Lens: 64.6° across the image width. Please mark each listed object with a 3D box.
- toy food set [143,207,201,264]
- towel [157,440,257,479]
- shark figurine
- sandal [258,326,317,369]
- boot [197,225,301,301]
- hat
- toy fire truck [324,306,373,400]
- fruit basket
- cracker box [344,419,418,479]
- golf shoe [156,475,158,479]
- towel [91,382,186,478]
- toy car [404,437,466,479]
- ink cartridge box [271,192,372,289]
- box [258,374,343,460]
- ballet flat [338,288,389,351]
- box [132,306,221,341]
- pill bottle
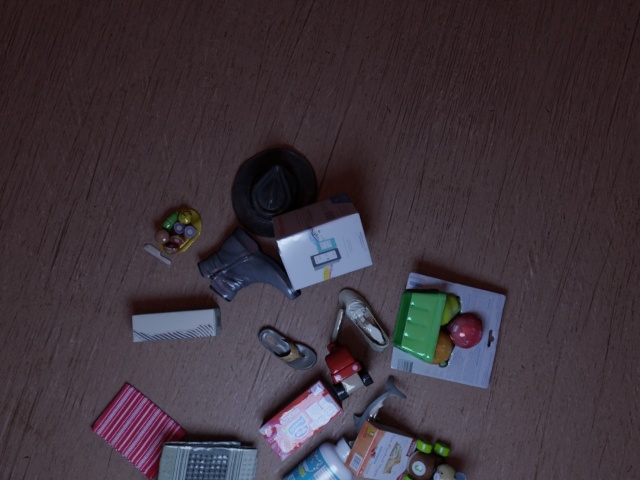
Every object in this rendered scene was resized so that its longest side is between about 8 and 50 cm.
[{"bbox_3d":[-0.514,-0.022,1.771,0.128,0.071,0.217,41,86,5],"label":"toy food set"},{"bbox_3d":[-0.373,0.805,1.642,0.313,0.056,0.323,9,93,-13],"label":"towel"},{"bbox_3d":[0.160,0.585,1.687,0.166,0.116,0.277,18,92,-31],"label":"shark figurine"},{"bbox_3d":[-0.116,0.369,1.728,0.219,0.060,0.089,34,85,4],"label":"sandal"},{"bbox_3d":[-0.245,0.135,1.742,0.338,0.118,0.222,43,89,16],"label":"boot"},{"bbox_3d":[-0.165,-0.176,1.756,0.332,0.134,0.330,0,84,1],"label":"hat"},{"bbox_3d":[0.074,0.361,1.649,0.159,0.217,0.246,-30,83,-2],"label":"toy fire truck"},{"bbox_3d":[0.429,0.302,1.707,0.354,0.165,0.326,14,84,-14],"label":"fruit basket"},{"bbox_3d":[0.200,0.678,1.621,0.232,0.067,0.155,30,83,-40],"label":"cracker box"},{"bbox_3d":[-0.479,0.752,1.676,0.176,0.086,0.069,-44,86,-3],"label":"golf shoe"},{"bbox_3d":[-0.615,0.646,1.717,0.275,0.031,0.198,38,84,5],"label":"towel"},{"bbox_3d":[0.379,0.747,1.602,0.149,0.188,0.154,20,89,-25],"label":"toy car"},{"bbox_3d":[0.000,0.000,1.668,0.270,0.198,0.197,-18,116,-1],"label":"ink cartridge box"},{"bbox_3d":[-0.062,0.581,1.672,0.257,0.122,0.128,-39,84,-4],"label":"box"},{"bbox_3d":[0.151,0.269,1.727,0.086,0.086,0.248,-37,84,-3],"label":"ballet flat"},{"bbox_3d":[-0.483,0.284,1.717,0.276,0.113,0.094,-5,85,1],"label":"box"},{"bbox_3d":[0.004,0.761,1.640,0.264,0.146,0.146,-40,85,-5],"label":"pill bottle"}]
